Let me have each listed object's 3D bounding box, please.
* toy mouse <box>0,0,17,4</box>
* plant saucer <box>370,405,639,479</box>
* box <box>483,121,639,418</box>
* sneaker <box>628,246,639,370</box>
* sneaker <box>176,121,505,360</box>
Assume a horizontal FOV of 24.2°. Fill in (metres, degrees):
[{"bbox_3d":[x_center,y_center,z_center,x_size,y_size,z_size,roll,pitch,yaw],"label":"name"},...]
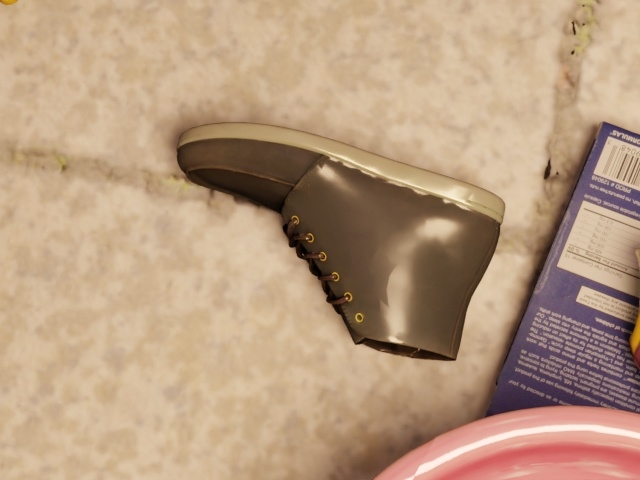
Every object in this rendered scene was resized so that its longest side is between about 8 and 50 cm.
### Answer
[{"bbox_3d":[-0.275,-0.205,1.076,0.143,0.031,0.161,12,79,9],"label":"toy mouse"},{"bbox_3d":[0.137,0.259,0.809,0.332,0.084,0.332,-1,78,6],"label":"plant saucer"},{"bbox_3d":[0.203,0.050,0.965,0.136,0.036,0.225,22,80,10],"label":"box"},{"bbox_3d":[0.232,0.088,0.908,0.070,0.084,0.185,-9,100,-27],"label":"sneaker"},{"bbox_3d":[0.000,0.000,0.974,0.222,0.083,0.118,15,80,8],"label":"sneaker"}]
